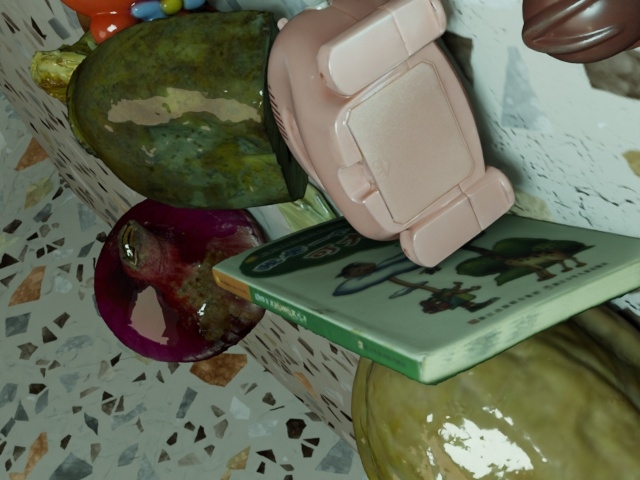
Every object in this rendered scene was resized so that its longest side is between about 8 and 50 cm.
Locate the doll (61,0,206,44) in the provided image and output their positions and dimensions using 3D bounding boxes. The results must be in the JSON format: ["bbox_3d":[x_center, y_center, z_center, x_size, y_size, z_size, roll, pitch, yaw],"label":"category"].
[{"bbox_3d":[-0.222,-0.308,0.844,0.130,0.161,0.290,-108,-1,-59],"label":"doll"}]

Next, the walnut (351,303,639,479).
[{"bbox_3d":[0.187,0.183,0.759,0.344,0.306,0.306,45,163,10],"label":"walnut"}]

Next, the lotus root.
[{"bbox_3d":[-0.159,-0.127,0.872,0.260,0.149,0.267,2,159,9],"label":"lotus root"}]

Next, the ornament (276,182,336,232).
[{"bbox_3d":[0.000,0.000,1.192,0.201,0.059,0.180,52,163,-10],"label":"ornament"}]

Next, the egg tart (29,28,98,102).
[{"bbox_3d":[-0.259,-0.228,1.093,0.295,0.116,0.295,12,174,1],"label":"egg tart"}]

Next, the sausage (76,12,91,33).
[{"bbox_3d":[-0.313,-0.349,1.107,0.089,0.089,0.179,41,159,17],"label":"sausage"}]

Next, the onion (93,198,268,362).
[{"bbox_3d":[-0.272,0.051,1.413,0.348,0.348,0.385,40,176,21],"label":"onion"}]

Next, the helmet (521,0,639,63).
[{"bbox_3d":[0.159,-0.141,0.487,0.089,0.057,0.111,49,163,-17],"label":"helmet"}]

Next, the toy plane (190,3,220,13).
[{"bbox_3d":[-0.219,-0.322,0.958,0.194,0.077,0.126,59,153,-9],"label":"toy plane"}]

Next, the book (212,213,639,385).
[{"bbox_3d":[0.084,0.025,0.722,0.371,0.260,0.043,15,119,59],"label":"book"}]

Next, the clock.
[{"bbox_3d":[0.030,-0.106,0.709,0.227,0.142,0.241,62,167,-27],"label":"clock"}]
